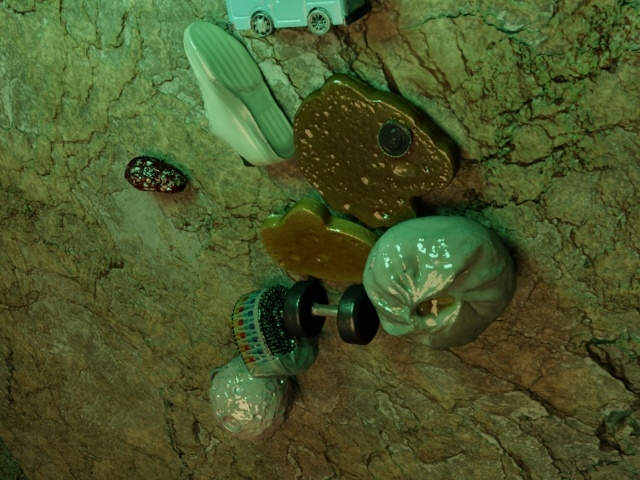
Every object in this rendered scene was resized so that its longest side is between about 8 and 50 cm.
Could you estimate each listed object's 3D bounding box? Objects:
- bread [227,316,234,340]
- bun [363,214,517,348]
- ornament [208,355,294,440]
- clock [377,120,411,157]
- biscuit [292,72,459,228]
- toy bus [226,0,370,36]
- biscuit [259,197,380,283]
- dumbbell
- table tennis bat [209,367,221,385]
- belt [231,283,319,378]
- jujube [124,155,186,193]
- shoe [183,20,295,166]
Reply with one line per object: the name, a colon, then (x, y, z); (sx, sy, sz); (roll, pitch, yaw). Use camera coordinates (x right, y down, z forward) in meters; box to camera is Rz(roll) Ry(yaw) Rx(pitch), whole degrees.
bread: (-0.201, 0.242, 2.117); (0.140, 0.069, 0.127); (6, 125, 27)
bun: (0.260, 0.111, 1.609); (0.355, 0.194, 0.354); (6, 130, 7)
ornament: (-0.213, 0.476, 2.190); (0.259, 0.225, 0.259); (13, 125, 19)
clock: (0.151, -0.208, 1.502); (0.074, 0.010, 0.083); (29, 133, 11)
biscuit: (0.116, -0.185, 1.590); (0.381, 0.074, 0.358); (12, 131, 21)
toy bus: (-0.055, -0.494, 1.415); (0.271, 0.133, 0.164); (5, 121, 25)
biscuit: (0.001, -0.002, 1.778); (0.344, 0.057, 0.287); (4, 142, 30)
dumbbell: (0.030, 0.183, 1.870); (0.218, 0.152, 0.152); (3, 125, 30)
table tennis bat: (-0.260, 0.496, 2.377); (0.244, 0.040, 0.152); (21, 131, 22)
belt: (-0.122, 0.252, 1.981); (0.150, 0.207, 0.257); (-19, 97, 41)
jujube: (-0.434, -0.168, 1.927); (0.166, 0.104, 0.104); (19, 133, 0)
shoe: (-0.210, -0.318, 1.655); (0.160, 0.131, 0.363); (-15, 118, 44)
